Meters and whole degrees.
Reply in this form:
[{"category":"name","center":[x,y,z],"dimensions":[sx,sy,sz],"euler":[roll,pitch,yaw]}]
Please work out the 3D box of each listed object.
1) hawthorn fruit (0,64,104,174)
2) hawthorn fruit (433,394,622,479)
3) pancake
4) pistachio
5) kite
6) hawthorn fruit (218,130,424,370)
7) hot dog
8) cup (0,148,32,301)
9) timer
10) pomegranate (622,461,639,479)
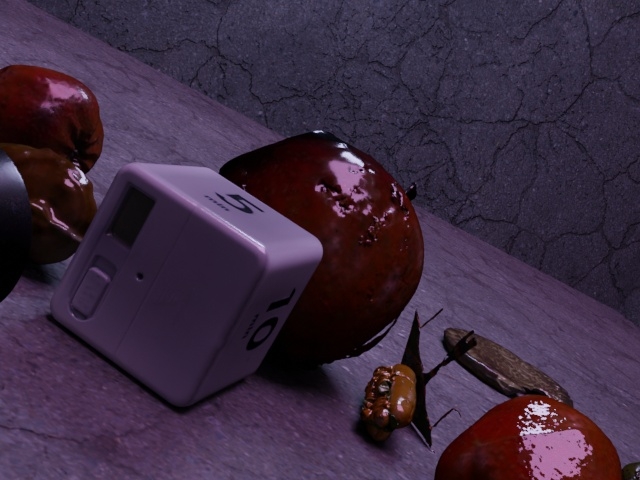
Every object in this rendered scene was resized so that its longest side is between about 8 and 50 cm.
[{"category":"hawthorn fruit","center":[-0.410,-0.162,1.308],"dimensions":[0.200,0.179,0.179],"euler":[24,9,15]},{"category":"hawthorn fruit","center":[0.203,0.263,0.980],"dimensions":[0.225,0.197,0.196],"euler":[7,24,-41]},{"category":"pancake","center":[0.365,0.253,1.827],"dimensions":[0.286,0.033,0.288],"euler":[35,12,14]},{"category":"pistachio","center":[-0.345,-0.052,1.090],"dimensions":[0.210,0.131,0.165],"euler":[27,11,29]},{"category":"kite","center":[0.146,0.179,1.244],"dimensions":[0.006,0.244,0.198],"euler":[4,65,-21]},{"category":"hawthorn fruit","center":[-0.016,0.006,1.237],"dimensions":[0.316,0.316,0.316],"euler":[29,11,-6]},{"category":"hot dog","center":[0.088,0.202,1.216],"dimensions":[0.055,0.072,0.188],"euler":[50,10,-5]},{"category":"cup","center":[-0.396,-0.001,0.799],"dimensions":[0.177,0.239,0.166],"euler":[-5,79,-63]},{"category":"timer","center":[-0.140,0.041,1.030],"dimensions":[0.194,0.192,0.195],"euler":[33,11,14]},{"category":"pomegranate","center":[0.513,0.394,1.513],"dimensions":[0.073,0.073,0.084],"euler":[32,-25,9]}]
